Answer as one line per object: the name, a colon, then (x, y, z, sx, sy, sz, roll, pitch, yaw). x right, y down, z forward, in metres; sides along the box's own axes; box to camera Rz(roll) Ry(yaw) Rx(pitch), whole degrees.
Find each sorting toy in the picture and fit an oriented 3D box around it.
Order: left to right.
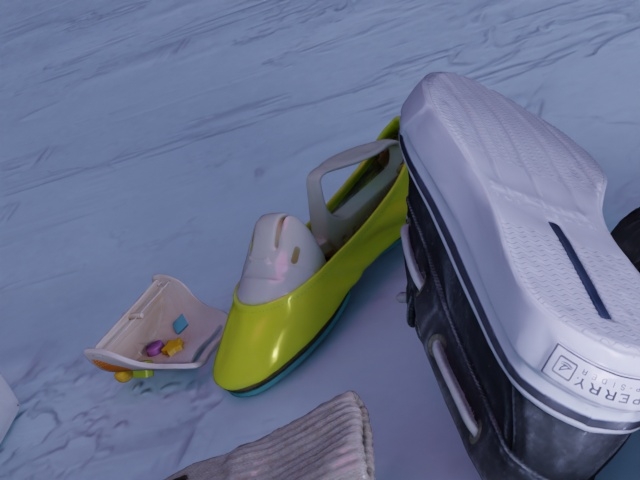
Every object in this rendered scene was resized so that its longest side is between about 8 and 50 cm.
sorting toy: (-0.098, 0.065, 0.991, 0.075, 0.045, 0.083, 3, 38, 35)

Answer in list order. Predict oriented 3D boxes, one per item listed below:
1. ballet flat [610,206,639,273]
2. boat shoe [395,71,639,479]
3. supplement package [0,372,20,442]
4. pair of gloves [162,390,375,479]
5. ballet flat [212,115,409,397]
ballet flat: (0.207, -0.007, 0.774, 0.049, 0.057, 0.173, -17, -10, -37)
boat shoe: (0.086, 0.014, 0.799, 0.335, 0.121, 0.119, -94, 29, -63)
supplement package: (-0.379, 0.121, 0.972, 0.263, 0.199, 0.198, -17, 27, 22)
pair of gloves: (-0.067, 0.177, 0.697, 0.204, 0.042, 0.240, -32, 24, 21)
ballet flat: (0.000, 0.000, 0.969, 0.077, 0.077, 0.231, 7, 42, 49)
